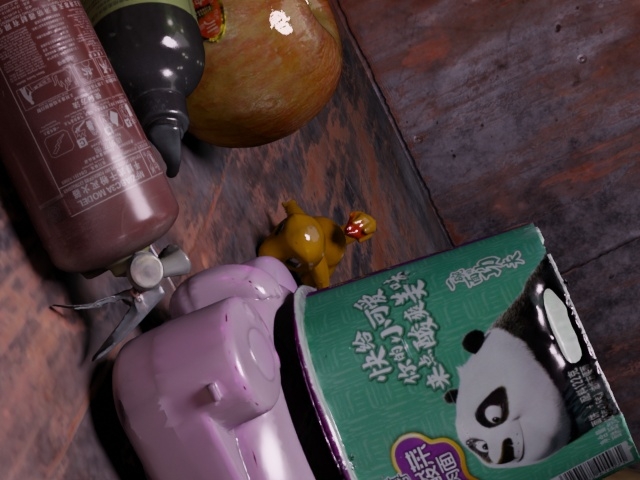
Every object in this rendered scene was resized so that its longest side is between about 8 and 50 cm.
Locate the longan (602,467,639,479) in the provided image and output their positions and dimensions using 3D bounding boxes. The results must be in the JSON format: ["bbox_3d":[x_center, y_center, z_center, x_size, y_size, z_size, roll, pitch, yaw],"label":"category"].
[{"bbox_3d":[0.289,0.422,1.148,0.391,0.391,0.391,61,13,-24],"label":"longan"}]

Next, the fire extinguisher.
[{"bbox_3d":[-0.168,-0.062,0.752,0.269,0.104,0.105,65,12,-5],"label":"fire extinguisher"}]

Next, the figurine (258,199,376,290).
[{"bbox_3d":[0.003,-0.001,1.295,0.176,0.122,0.121,6,63,-77],"label":"figurine"}]

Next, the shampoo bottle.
[{"bbox_3d":[-0.159,-0.191,1.008,0.101,0.101,0.284,46,23,-58],"label":"shampoo bottle"}]

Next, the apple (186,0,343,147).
[{"bbox_3d":[-0.082,-0.197,1.152,0.211,0.187,0.211,56,15,-23],"label":"apple"}]

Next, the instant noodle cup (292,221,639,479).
[{"bbox_3d":[0.116,0.111,0.871,0.251,0.190,0.251,-24,90,-81],"label":"instant noodle cup"}]

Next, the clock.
[{"bbox_3d":[-0.030,0.158,0.873,0.296,0.113,0.322,64,11,-10],"label":"clock"}]
